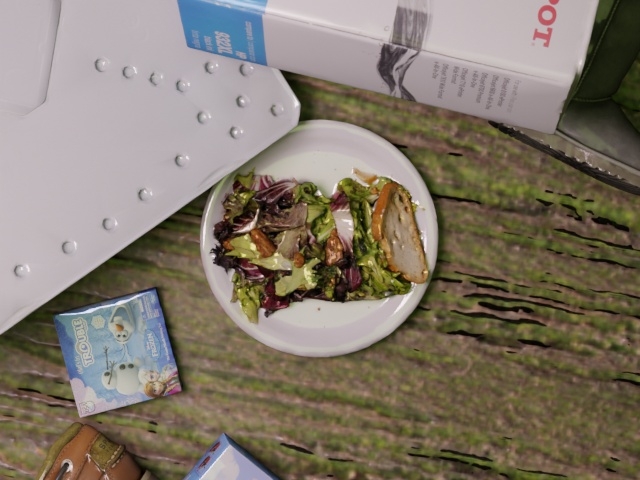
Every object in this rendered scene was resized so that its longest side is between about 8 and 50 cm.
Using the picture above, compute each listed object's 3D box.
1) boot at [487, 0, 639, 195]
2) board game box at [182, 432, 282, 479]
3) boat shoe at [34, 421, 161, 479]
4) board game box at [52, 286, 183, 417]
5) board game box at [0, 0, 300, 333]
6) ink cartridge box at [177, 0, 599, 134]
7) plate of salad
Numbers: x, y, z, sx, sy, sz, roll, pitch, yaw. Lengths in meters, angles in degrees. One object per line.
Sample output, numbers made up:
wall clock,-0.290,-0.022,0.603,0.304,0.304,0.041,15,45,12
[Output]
boot,0.255,-0.156,1.615,0.190,0.076,0.208,27,87,-7
board game box,-0.089,0.291,1.634,0.160,0.039,0.211,40,91,-16
boat shoe,-0.262,0.287,1.606,0.104,0.111,0.307,41,82,-3
board game box,-0.169,0.093,1.629,0.090,0.020,0.090,-15,97,-1
board game box,-0.265,-0.154,1.507,0.390,0.050,0.390,-36,99,-24
ink cartridge box,0.066,-0.234,1.509,0.307,0.129,0.223,14,75,4
plate of salad,0.000,0.000,1.618,0.200,0.048,0.200,0,96,-4
